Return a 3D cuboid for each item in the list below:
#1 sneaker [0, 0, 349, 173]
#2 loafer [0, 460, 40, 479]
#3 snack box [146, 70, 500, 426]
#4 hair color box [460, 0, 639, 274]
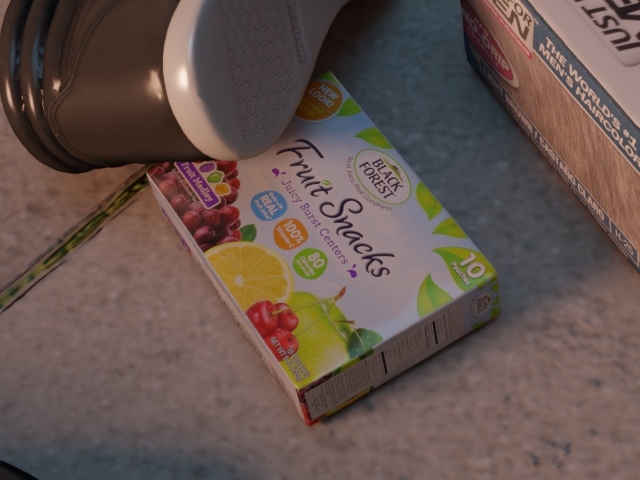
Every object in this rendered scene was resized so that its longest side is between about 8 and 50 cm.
[{"bbox_3d":[-0.054,-0.136,0.779,0.147,0.104,0.296,-6,36,31],"label":"sneaker"},{"bbox_3d":[-0.112,0.130,0.628,0.170,0.062,0.061,19,65,22],"label":"loafer"},{"bbox_3d":[0.000,0.000,0.713,0.100,0.037,0.141,-29,56,-12],"label":"snack box"},{"bbox_3d":[0.252,-0.133,0.725,0.347,0.105,0.174,-26,55,-10],"label":"hair color box"}]
